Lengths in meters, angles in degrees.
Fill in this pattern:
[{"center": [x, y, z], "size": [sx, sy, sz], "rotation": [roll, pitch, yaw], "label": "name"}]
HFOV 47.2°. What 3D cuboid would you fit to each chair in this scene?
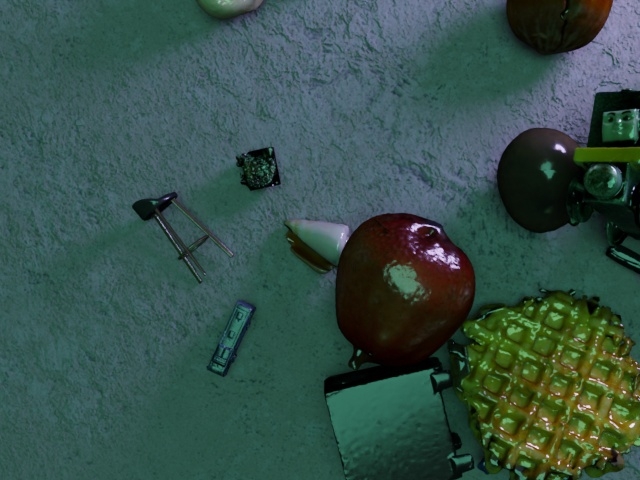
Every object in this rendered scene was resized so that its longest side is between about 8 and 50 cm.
[{"center": [-0.293, -0.019, 1.561], "size": [0.221, 0.104, 0.095], "rotation": [47, 67, -2], "label": "chair"}]

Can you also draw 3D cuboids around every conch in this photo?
[{"center": [-0.004, 0.006, 1.536], "size": [0.176, 0.094, 0.104], "rotation": [14, 127, 8], "label": "conch"}]

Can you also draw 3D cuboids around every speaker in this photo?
[{"center": [0.152, 0.368, 1.478], "size": [0.254, 0.184, 0.232], "rotation": [-14, 89, 0], "label": "speaker"}]

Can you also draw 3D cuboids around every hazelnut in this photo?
[{"center": [0.480, -0.482, 1.463], "size": [0.212, 0.181, 0.180], "rotation": [11, 71, -6], "label": "hazelnut"}]

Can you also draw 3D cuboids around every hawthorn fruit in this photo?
[{"center": [0.165, 0.097, 1.432], "size": [0.295, 0.295, 0.311], "rotation": [7, 117, 4], "label": "hawthorn fruit"}]

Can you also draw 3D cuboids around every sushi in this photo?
[{"center": [-0.133, -0.151, 1.566], "size": [0.085, 0.056, 0.083], "rotation": [-13, 96, 3], "label": "sushi"}]

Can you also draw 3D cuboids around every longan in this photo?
[{"center": [0.444, -0.122, 1.453], "size": [0.198, 0.198, 0.212], "rotation": [-19, 112, 4], "label": "longan"}]

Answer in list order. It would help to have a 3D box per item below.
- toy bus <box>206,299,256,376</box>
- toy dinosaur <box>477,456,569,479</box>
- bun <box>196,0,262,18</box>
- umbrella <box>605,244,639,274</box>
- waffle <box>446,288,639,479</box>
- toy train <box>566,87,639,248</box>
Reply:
[{"center": [-0.191, 0.210, 1.560], "size": [0.047, 0.065, 0.166], "rotation": [24, 90, 3], "label": "toy bus"}, {"center": [0.458, 0.401, 1.510], "size": [0.188, 0.075, 0.247], "rotation": [26, 85, 6], "label": "toy dinosaur"}, {"center": [-0.191, -0.557, 1.549], "size": [0.164, 0.111, 0.188], "rotation": [15, 88, -13], "label": "bun"}, {"center": [0.743, 0.100, 1.487], "size": [0.340, 0.118, 0.118], "rotation": [29, 92, 12], "label": "umbrella"}, {"center": [0.459, 0.289, 1.470], "size": [0.380, 0.095, 0.382], "rotation": [-15, 72, 1], "label": "waffle"}, {"center": [0.592, -0.119, 1.368], "size": [0.160, 0.397, 0.253], "rotation": [8, 83, 40], "label": "toy train"}]
